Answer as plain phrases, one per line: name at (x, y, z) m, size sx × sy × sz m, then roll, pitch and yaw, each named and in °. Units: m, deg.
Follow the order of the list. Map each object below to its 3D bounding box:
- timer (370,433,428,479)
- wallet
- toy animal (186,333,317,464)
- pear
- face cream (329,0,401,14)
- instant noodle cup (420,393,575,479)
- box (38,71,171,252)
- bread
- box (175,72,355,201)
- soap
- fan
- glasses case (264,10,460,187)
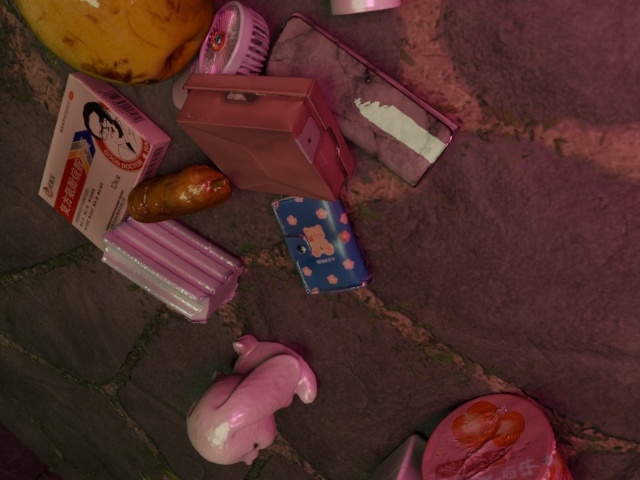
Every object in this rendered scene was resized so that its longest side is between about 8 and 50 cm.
timer at (0.205, 0.563, 1.023) m, size 0.195 × 0.194 × 0.192 m, roll 34°, pitch 127°, yaw 6°
wallet at (0.000, 0.001, 0.899) m, size 0.141 × 0.059 × 0.202 m, roll -10°, pitch 112°, yaw 33°
toy animal at (-0.171, 0.346, 1.055) m, size 0.271 × 0.265 × 0.206 m, roll -20°, pitch 104°, yaw 36°
pear at (-0.286, -0.363, 0.711) m, size 0.283 × 0.283 × 0.284 m, roll 13°, pitch 122°, yaw 21°
face cream at (0.049, -0.405, 0.621) m, size 0.095 × 0.096 × 0.214 m, roll 6°, pitch 119°, yaw 25°
instant noodle cup at (0.341, 0.438, 0.872) m, size 0.243 × 0.243 × 0.231 m, roll -26°, pitch 110°, yaw 36°
box at (-0.472, -0.153, 1.056) m, size 0.214 × 0.069 × 0.353 m, roll 41°, pitch 126°, yaw 1°
bread at (-0.255, -0.089, 0.908) m, size 0.344 × 0.124 × 0.084 m, roll -7°, pitch 95°, yaw 50°
box at (-0.080, -0.152, 0.764) m, size 0.215 × 0.086 × 0.215 m, roll 11°, pitch 160°, yaw 24°
soap at (-0.302, 0.050, 1.028) m, size 0.261 × 0.150 × 0.094 m, roll 32°, pitch 132°, yaw 8°
fan at (-0.174, -0.282, 0.803) m, size 0.244 × 0.074 × 0.130 m, roll -20°, pitch 65°, yaw 45°
glasses case at (0.055, -0.209, 0.740) m, size 0.299 × 0.060 × 0.114 m, roll 38°, pitch 124°, yaw 8°
